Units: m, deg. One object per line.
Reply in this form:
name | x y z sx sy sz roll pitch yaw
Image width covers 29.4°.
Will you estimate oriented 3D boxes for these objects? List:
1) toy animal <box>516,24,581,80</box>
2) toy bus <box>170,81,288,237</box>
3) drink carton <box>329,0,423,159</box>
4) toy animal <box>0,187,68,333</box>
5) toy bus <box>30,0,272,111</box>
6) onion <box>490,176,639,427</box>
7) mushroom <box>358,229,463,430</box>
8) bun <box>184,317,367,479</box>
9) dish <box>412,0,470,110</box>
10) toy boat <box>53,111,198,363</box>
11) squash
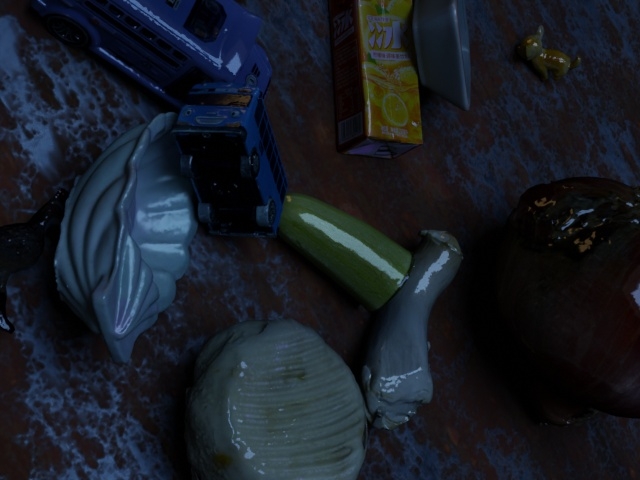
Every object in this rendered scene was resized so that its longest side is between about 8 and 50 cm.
toy animal | 0.331 -0.275 1.784 0.083 0.081 0.060 47 58 -40
toy bus | -0.099 -0.092 1.373 0.185 0.090 0.106 75 24 -52
drink carton | 0.072 -0.226 1.594 0.096 0.071 0.223 4 75 -33
toy animal | -0.321 0.014 1.271 0.202 0.070 0.105 -52 152 -39
toy bus | -0.170 -0.242 1.394 0.292 0.133 0.126 34 61 -23
onion | 0.384 0.070 1.595 0.353 0.353 0.354 9 74 -33
mushroom | 0.110 0.107 1.528 0.099 0.096 0.278 34 58 -25
bun | -0.057 0.211 1.359 0.239 0.141 0.239 14 67 -36
dish | 0.163 -0.286 1.634 0.234 0.064 0.154 -78 160 -55
toy boat | -0.207 -0.010 1.299 0.290 0.100 0.199 -79 163 -45
squash | 0.000 0.000 1.493 0.224 0.094 0.094 31 63 -17
